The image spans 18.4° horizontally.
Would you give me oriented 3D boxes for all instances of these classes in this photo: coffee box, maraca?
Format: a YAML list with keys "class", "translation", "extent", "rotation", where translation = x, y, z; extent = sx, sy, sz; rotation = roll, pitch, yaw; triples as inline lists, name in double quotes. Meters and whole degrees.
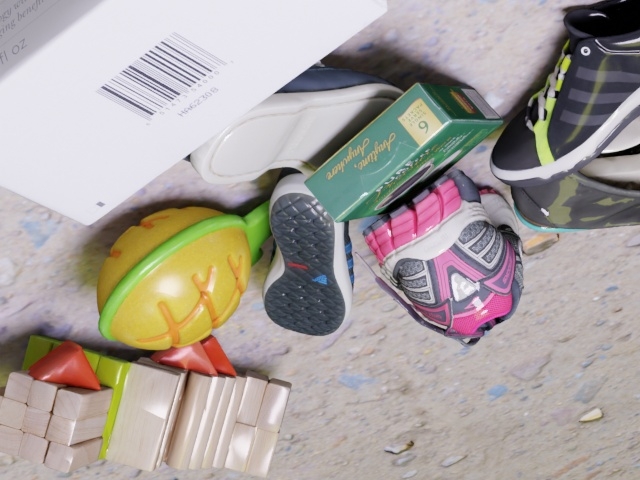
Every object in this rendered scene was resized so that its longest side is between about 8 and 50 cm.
- class: "coffee box"
  translation: [0.064, -0.065, 1.432]
  extent: [0.113, 0.040, 0.184]
  rotation: [-41, 172, 16]
- class: "maraca"
  translation: [-0.098, 0.023, 1.518]
  extent: [0.186, 0.099, 0.127]
  rotation: [-25, 159, -46]

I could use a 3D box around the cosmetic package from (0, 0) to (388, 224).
- class: "cosmetic package"
  translation: [-0.116, -0.172, 1.071]
  extent: [0.224, 0.224, 0.138]
  rotation: [-34, 144, 22]

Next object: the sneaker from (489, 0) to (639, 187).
- class: "sneaker"
  translation: [0.203, -0.135, 1.477]
  extent: [0.235, 0.084, 0.097]
  rotation: [-38, 121, 26]

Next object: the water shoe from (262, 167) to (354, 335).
- class: "water shoe"
  translation: [0.000, 0.000, 1.537]
  extent: [0.073, 0.080, 0.203]
  rotation: [15, 146, 6]

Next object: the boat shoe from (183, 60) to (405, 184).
- class: "boat shoe"
  translation: [-0.026, -0.091, 1.380]
  extent: [0.254, 0.079, 0.095]
  rotation: [-14, 145, -53]

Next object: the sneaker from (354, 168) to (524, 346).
- class: "sneaker"
  translation: [0.110, 0.030, 1.574]
  extent: [0.121, 0.112, 0.299]
  rotation: [-34, 170, 10]

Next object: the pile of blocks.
- class: "pile of blocks"
  translation: [-0.155, 0.123, 1.657]
  extent: [0.362, 0.149, 0.112]
  rotation: [12, 95, -54]

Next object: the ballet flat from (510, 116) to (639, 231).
- class: "ballet flat"
  translation: [0.292, -0.057, 1.615]
  extent: [0.280, 0.095, 0.096]
  rotation: [-5, 134, -23]
